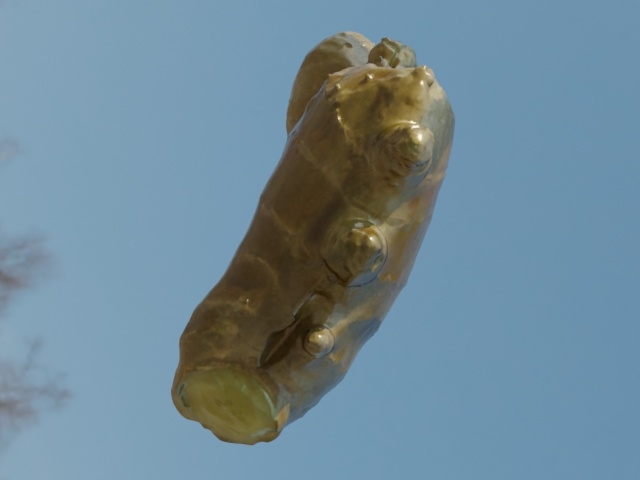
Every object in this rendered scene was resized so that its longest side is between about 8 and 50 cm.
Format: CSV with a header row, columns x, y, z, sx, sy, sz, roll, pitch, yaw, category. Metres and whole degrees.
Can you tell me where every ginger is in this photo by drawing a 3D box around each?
x,y,z,sx,sy,sz,roll,pitch,yaw,category
0.010,-0.007,0.657,0.115,0.081,0.205,4,-109,38,ginger
